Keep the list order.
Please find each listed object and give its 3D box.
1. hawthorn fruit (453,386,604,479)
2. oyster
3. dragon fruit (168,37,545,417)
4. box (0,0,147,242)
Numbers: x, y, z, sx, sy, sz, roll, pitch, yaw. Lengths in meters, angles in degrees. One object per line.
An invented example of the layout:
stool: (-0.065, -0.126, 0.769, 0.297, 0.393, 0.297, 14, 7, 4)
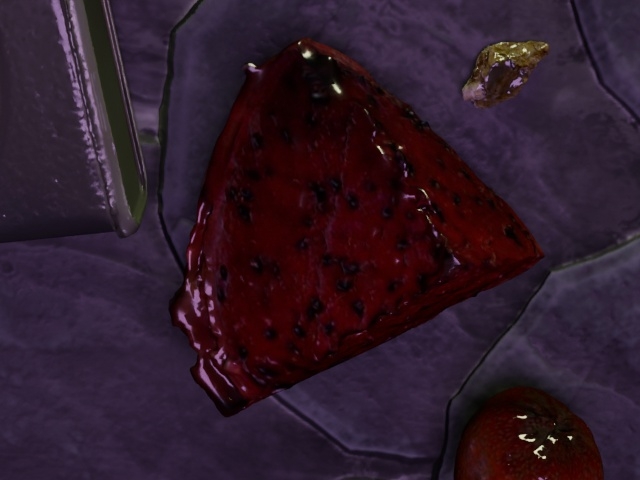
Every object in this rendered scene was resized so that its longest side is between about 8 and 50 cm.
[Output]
hawthorn fruit: (0.203, 0.256, 1.289, 0.157, 0.157, 0.194, 19, 113, -12)
oyster: (0.178, -0.165, 1.204, 0.051, 0.034, 0.093, 36, 98, -23)
dragon fruit: (0.005, -0.002, 1.217, 0.329, 0.228, 0.286, -44, 75, 30)
box: (-0.271, -0.128, 1.122, 0.178, 0.138, 0.274, -9, 109, 2)
